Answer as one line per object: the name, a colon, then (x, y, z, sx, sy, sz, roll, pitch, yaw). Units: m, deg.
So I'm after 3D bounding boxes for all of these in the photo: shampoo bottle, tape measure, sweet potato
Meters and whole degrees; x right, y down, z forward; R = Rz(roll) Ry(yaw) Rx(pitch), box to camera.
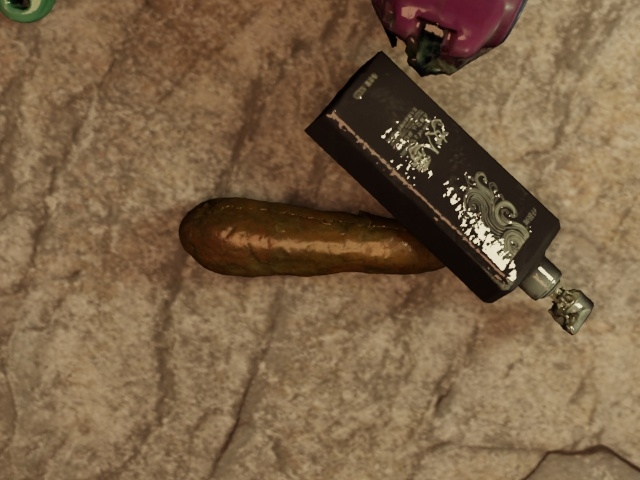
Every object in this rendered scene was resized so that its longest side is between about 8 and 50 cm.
shampoo bottle: (0.131, -0.032, 1.769, 0.309, 0.098, 0.071, 44, 148, -7)
tape measure: (0.121, -0.263, 1.644, 0.149, 0.231, 0.245, 21, 102, 0)
sweet potato: (0.000, 0.000, 1.802, 0.273, 0.075, 0.075, 3, 105, 4)

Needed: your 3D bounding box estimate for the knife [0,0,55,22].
knife: (-0.262, -0.330, 1.766, 0.063, 0.034, 0.260, 10, 99, 9)
